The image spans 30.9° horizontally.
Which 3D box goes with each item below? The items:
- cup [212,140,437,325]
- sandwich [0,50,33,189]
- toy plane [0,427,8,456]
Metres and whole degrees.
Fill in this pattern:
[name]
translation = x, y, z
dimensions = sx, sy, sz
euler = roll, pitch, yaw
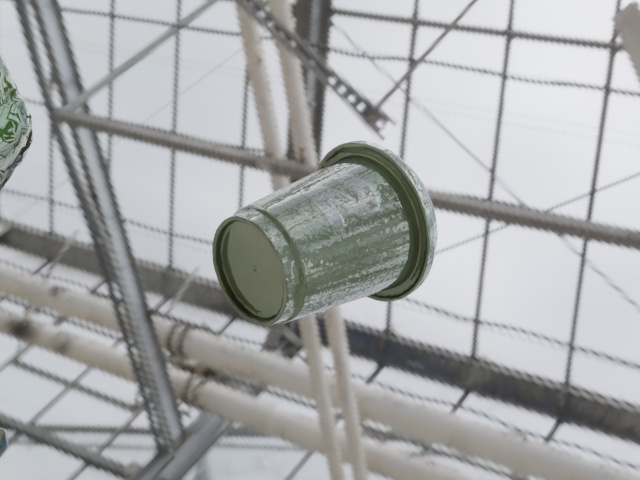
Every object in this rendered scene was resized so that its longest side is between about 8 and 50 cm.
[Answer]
[cup]
translation = 0.000, 0.000, 0.807
dimensions = 0.120, 0.141, 0.120
euler = 28, -52, 43
[sandwich]
translation = -0.171, -0.065, 0.379
dimensions = 0.162, 0.301, 0.250
euler = 24, -3, -1
[toy plane]
translation = -0.307, 0.302, 1.007
dimensions = 0.088, 0.192, 0.262
euler = 148, -67, -81
